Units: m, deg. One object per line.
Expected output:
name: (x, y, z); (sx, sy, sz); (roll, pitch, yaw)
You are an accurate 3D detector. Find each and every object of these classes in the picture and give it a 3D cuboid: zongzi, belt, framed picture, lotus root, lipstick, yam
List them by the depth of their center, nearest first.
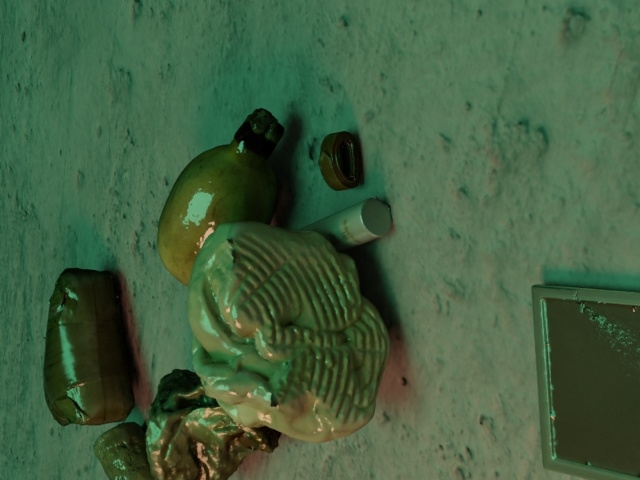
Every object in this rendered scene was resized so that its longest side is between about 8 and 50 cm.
framed picture: (0.363, 0.168, 1.066); (0.296, 0.019, 0.232); (4, 100, 49)
belt: (0.029, -0.113, 1.378); (0.036, 0.059, 0.083); (-5, 92, 51)
lipstick: (0.000, 0.000, 1.436); (0.264, 0.059, 0.059); (-23, 79, 50)
lotus root: (-0.147, -0.064, 1.508); (0.183, 0.183, 0.310); (50, 126, 32)
yam: (-0.364, 0.462, 1.921); (0.194, 0.107, 0.107); (52, 133, 29)
zongzi: (-0.513, 0.237, 2.044); (0.360, 0.160, 0.322); (151, 116, -61)

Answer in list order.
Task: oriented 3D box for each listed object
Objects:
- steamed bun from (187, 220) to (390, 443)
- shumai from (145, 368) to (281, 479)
steamed bun: (-0.058, 0.130, 1.367); (0.206, 0.275, 0.319); (-27, 75, 58)
shumai: (-0.172, 0.328, 1.652); (0.260, 0.222, 0.225); (99, 168, -81)
